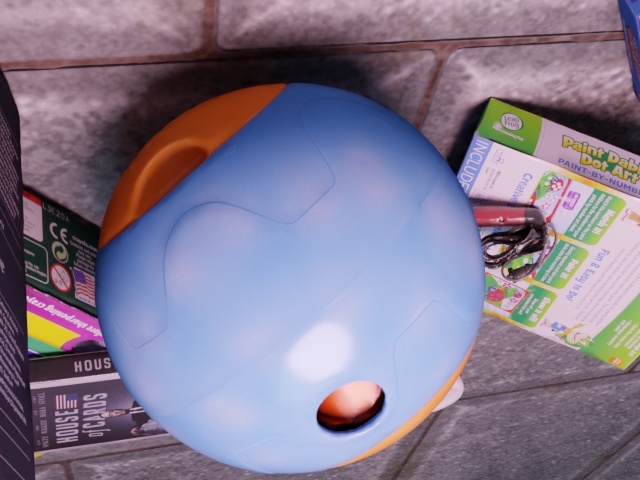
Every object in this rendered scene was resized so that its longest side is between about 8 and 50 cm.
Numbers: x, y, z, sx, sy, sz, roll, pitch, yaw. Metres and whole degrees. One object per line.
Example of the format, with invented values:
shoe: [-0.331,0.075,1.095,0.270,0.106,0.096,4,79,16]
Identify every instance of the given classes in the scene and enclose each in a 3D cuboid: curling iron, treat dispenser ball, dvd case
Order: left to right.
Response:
dvd case: [-0.176,0.149,0.832,0.239,0.029,0.179,-5,149,-19]
treat dispenser ball: [-0.022,0.027,0.653,0.288,0.288,0.288,-11,149,-7]
curling iron: [0.075,-0.008,0.791,0.274,0.068,0.035,7,177,11]

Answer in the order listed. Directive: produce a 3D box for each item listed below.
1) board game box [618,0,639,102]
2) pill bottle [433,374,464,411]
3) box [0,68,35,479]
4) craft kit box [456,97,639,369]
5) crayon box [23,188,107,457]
board game box: [0.351,-0.190,0.690,0.210,0.047,0.160,-25,147,14]
pill bottle: [0.094,0.102,0.945,0.087,0.160,0.087,-10,149,-6]
box: [-0.354,0.019,0.479,0.343,0.312,0.179,-10,149,-6]
craft kit box: [0.233,0.006,0.832,0.247,0.061,0.250,25,146,6]
crayon box: [-0.320,0.097,0.819,0.313,0.106,0.363,-24,149,17]
